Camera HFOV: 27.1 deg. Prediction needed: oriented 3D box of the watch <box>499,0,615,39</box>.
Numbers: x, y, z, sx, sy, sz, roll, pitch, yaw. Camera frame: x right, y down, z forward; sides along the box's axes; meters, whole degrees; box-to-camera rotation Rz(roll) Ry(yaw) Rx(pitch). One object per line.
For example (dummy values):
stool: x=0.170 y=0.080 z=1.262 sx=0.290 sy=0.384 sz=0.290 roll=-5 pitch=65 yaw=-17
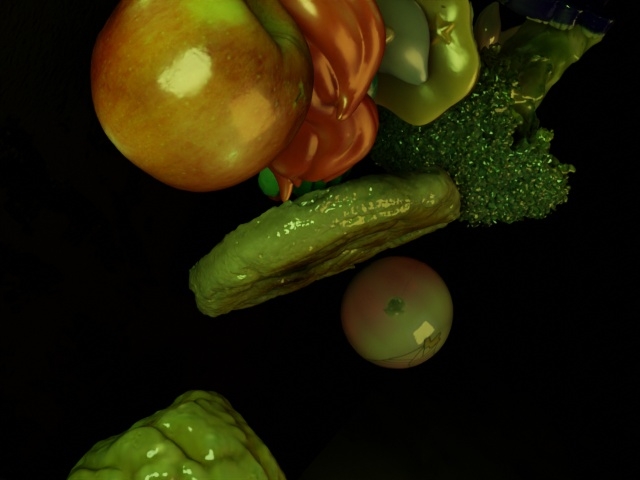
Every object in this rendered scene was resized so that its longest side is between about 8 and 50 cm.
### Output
watch: x=0.291 y=-0.360 z=1.540 sx=0.196 sy=0.171 sz=0.200 roll=-68 pitch=-178 yaw=-54

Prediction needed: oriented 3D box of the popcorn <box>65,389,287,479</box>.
popcorn: x=-0.204 y=0.328 z=1.624 sx=0.292 sy=0.294 sz=0.334 roll=10 pitch=129 yaw=-23

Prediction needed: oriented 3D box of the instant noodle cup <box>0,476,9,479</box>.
instant noodle cup: x=-0.349 y=0.330 z=1.286 sx=0.125 sy=0.208 sz=0.178 roll=-40 pitch=-142 yaw=32

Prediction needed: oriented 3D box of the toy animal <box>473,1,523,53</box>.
toy animal: x=0.205 y=-0.207 z=1.769 sx=0.124 sy=0.124 sz=0.212 roll=-33 pitch=152 yaw=-54

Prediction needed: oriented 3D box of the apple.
apple: x=-0.084 y=-0.114 z=0.935 sx=0.139 sy=0.163 sz=0.163 roll=-41 pitch=171 yaw=21

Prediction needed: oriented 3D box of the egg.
egg: x=0.128 y=0.127 z=2.252 sx=0.196 sy=0.196 sz=0.271 roll=-47 pitch=167 yaw=-16

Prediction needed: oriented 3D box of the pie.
pie: x=0.000 y=0.000 z=1.468 sx=0.337 sy=0.075 sz=0.337 roll=-22 pitch=173 yaw=-3

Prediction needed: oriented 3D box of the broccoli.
broccoli: x=0.240 y=-0.176 z=1.604 sx=0.361 sy=0.221 sz=0.252 roll=-35 pitch=-155 yaw=-16

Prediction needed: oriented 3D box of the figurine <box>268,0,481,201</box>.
figurine: x=0.009 y=-0.149 z=1.131 sx=0.208 sy=0.181 sz=0.257 roll=-24 pitch=176 yaw=34

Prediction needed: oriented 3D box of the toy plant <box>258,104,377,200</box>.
toy plant: x=0.004 y=-0.104 z=1.412 sx=0.155 sy=0.088 sz=0.240 roll=-52 pitch=171 yaw=10
